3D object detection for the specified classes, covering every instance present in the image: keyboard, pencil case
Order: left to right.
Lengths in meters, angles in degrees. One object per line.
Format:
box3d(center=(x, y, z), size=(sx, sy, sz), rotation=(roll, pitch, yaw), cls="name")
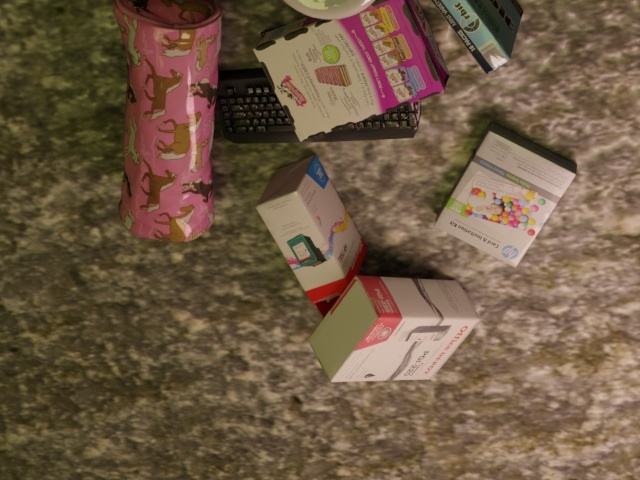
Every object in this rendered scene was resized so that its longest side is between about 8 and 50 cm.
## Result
box3d(center=(-0.231, -0.183, 1.682), size=(0.160, 0.167, 0.386), rotation=(12, 122, 11), cls="pencil case")
box3d(center=(-0.011, -0.237, 1.672), size=(0.317, 0.033, 0.201), rotation=(-1, 119, 15), cls="keyboard")

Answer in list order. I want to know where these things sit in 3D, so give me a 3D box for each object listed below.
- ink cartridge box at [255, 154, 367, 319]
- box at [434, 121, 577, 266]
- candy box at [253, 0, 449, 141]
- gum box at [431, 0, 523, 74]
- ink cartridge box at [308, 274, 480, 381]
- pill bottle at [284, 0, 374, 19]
box3d(center=(0.000, 0.000, 1.744), size=(0.078, 0.134, 0.231), rotation=(-20, 113, 24), cls="ink cartridge box")
box3d(center=(0.277, -0.067, 1.687), size=(0.145, 0.038, 0.186), rotation=(27, 124, -1), cls="box")
box3d(center=(0.045, -0.254, 1.586), size=(0.234, 0.071, 0.159), rotation=(-17, 115, 23), cls="candy box")
box3d(center=(0.200, -0.322, 1.473), size=(0.041, 0.184, 0.157), rotation=(-32, 107, 29), cls="gum box")
box3d(center=(0.117, 0.140, 1.749), size=(0.218, 0.092, 0.158), rotation=(3, 134, -39), cls="ink cartridge box")
box3d(center=(0.036, -0.396, 1.420), size=(0.162, 0.278, 0.162), rotation=(6, 121, 11), cls="pill bottle")
